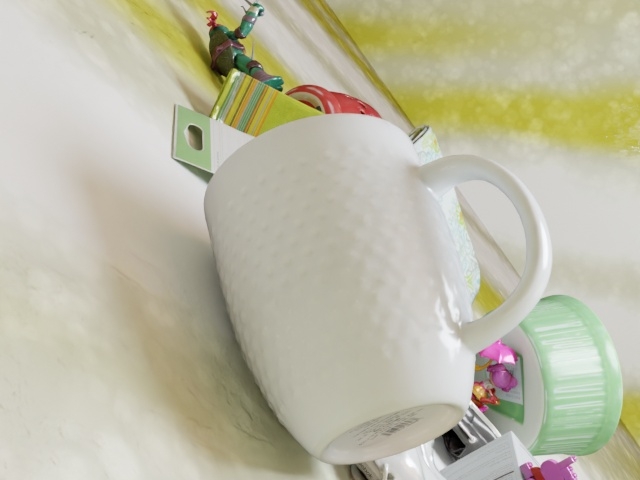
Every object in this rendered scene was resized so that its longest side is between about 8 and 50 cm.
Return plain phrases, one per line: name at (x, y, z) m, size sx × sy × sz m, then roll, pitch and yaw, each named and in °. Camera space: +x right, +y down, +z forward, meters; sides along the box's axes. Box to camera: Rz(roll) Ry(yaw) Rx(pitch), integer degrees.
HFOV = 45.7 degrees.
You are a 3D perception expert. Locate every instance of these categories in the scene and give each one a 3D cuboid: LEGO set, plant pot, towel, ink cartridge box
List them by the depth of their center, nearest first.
LEGO set at (0.340, 0.368, 0.944) m, size 0.087 × 0.093 × 0.227 m, roll 19°, pitch 39°, yaw -60°
ink cartridge box at (-0.122, -0.109, 1.167) m, size 0.235 × 0.056 × 0.171 m, roll 18°, pitch 32°, yaw -21°
towel at (-0.063, -0.190, 1.264) m, size 0.237 × 0.102 × 0.021 m, roll 22°, pitch 6°, yaw -22°
towel at (0.182, -0.001, 1.377) m, size 0.320 × 0.090 × 0.374 m, roll -38°, pitch 112°, yaw -53°
plant pot at (0.006, -0.188, 1.412) m, size 0.174 × 0.191 × 0.191 m, roll 9°, pitch 47°, yaw -58°

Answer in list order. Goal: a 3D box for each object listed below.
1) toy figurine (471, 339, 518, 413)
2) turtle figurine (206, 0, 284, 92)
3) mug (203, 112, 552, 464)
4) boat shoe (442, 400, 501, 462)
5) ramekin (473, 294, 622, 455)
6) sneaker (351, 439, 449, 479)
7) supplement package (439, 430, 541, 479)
toy figurine at (0.283, 0.250, 1.349) m, size 0.173 × 0.159 × 0.130 m, roll 53°, pitch 18°, yaw -5°
turtle figurine at (-0.151, -0.346, 1.435) m, size 0.175 × 0.118 × 0.234 m, roll 105°, pitch -36°, yaw -58°
mug at (0.072, 0.046, 0.854) m, size 0.276 × 0.374 × 0.328 m, roll 37°, pitch 30°, yaw -54°
boat shoe at (0.202, 0.285, 1.229) m, size 0.335 × 0.095 × 0.112 m, roll 57°, pitch -18°, yaw -3°
ramekin at (0.401, 0.257, 1.420) m, size 0.148 × 0.303 × 0.303 m, roll -3°, pitch 46°, yaw -19°
sneaker at (0.099, 0.303, 0.928) m, size 0.129 × 0.111 × 0.297 m, roll 15°, pitch 36°, yaw -39°
supplement package at (0.259, 0.408, 1.040) m, size 0.139 × 0.134 × 0.244 m, roll 50°, pitch 18°, yaw -13°
